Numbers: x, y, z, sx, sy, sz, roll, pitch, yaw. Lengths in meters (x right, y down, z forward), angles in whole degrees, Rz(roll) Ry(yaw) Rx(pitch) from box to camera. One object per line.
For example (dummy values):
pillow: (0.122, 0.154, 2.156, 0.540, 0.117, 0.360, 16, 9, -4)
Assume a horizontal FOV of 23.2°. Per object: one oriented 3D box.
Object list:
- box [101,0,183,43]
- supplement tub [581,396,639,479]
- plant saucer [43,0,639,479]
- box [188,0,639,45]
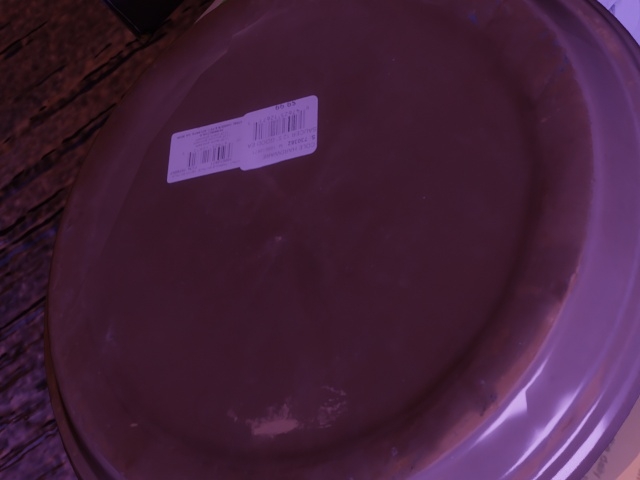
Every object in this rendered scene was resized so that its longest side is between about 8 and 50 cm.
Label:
box: (-0.005, -0.257, 0.836, 0.073, 0.293, 0.295, 43, 103, -12)
supplement tub: (0.194, 0.128, 0.626, 0.331, 0.241, 0.241, 16, 79, 23)
plant saucer: (0.000, 0.000, 0.595, 0.278, 0.041, 0.278, -14, 60, 26)
box: (0.084, -0.081, 0.756, 0.262, 0.231, 0.127, -48, 48, 3)
